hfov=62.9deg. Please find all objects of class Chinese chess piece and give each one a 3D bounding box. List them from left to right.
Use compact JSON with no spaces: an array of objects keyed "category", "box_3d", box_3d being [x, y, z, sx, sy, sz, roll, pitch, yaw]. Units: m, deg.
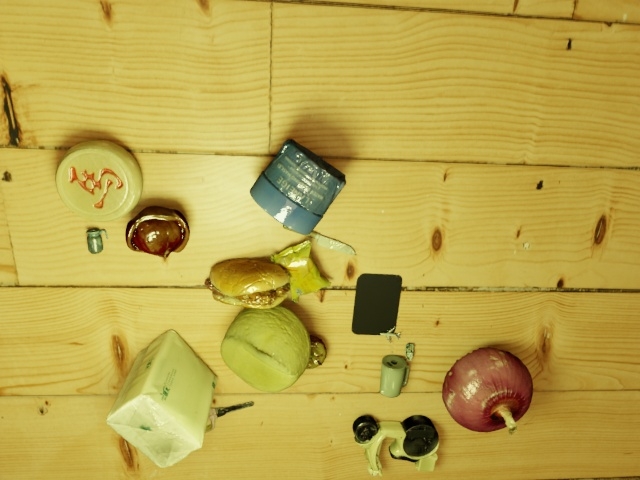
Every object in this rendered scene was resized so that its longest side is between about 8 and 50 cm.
[{"category":"Chinese chess piece","box_3d":[-0.716,-0.191,1.700,0.272,0.102,0.274,-2,112,-4]}]

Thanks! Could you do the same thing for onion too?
[{"category":"onion","box_3d":[0.665,0.614,2.053,0.357,0.345,0.358,-11,148,-7]}]

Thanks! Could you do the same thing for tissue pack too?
[{"category":"tissue pack","box_3d":[-0.544,0.557,1.866,0.207,0.380,0.297,-34,112,13]}]

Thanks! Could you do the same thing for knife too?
[{"category":"knife","box_3d":[0.000,-0.001,1.891,0.297,0.017,0.047,19,111,-16]}]

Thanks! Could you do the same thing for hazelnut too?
[{"category":"hazelnut","box_3d":[-0.537,-0.031,1.743,0.201,0.161,0.170,-1,145,3]}]

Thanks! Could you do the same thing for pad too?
[{"category":"pad","box_3d":[0.216,0.250,2.018,0.180,0.004,0.268,3,111,-6]}]

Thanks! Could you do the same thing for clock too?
[{"category":"clock","box_3d":[0.315,0.868,2.216,0.378,0.120,0.277,2,106,-7]}]

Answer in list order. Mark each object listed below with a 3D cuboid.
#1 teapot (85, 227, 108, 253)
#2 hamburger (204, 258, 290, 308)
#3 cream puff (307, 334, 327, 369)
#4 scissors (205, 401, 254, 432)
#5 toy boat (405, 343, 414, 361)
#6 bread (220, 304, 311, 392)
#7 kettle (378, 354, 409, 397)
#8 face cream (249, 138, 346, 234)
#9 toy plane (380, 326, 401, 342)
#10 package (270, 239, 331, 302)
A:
[{"category":"teapot","box_3d":[-0.768,0.002,1.799,0.063,0.049,0.084,0,111,-5]},{"category":"hamburger","box_3d":[-0.255,0.161,1.846,0.281,0.245,0.156,-13,114,-17]},{"category":"cream puff","box_3d":[-0.047,0.427,2.021,0.148,0.084,0.149,-3,116,-5]},{"category":"scissors","box_3d":[-0.423,0.701,2.125,0.317,0.024,0.160,-14,110,0]},{"category":"toy boat","box_3d":[0.357,0.449,2.094,0.038,0.038,0.084,-3,111,-4]},{"category":"bread","box_3d":[-0.190,0.380,1.887,0.320,0.237,0.321,17,126,25]},{"category":"kettle","box_3d":[0.293,0.541,2.104,0.098,0.127,0.148,14,116,24]},{"category":"face cream","box_3d":[-0.069,-0.178,1.690,0.248,0.249,0.225,32,103,-16]},{"category":"toy plane","box_3d":[0.275,0.370,2.057,0.084,0.024,0.078,11,112,-4]},{"category":"package","box_3d":[-0.071,0.113,1.889,0.168,0.090,0.226,-25,114,6]}]
